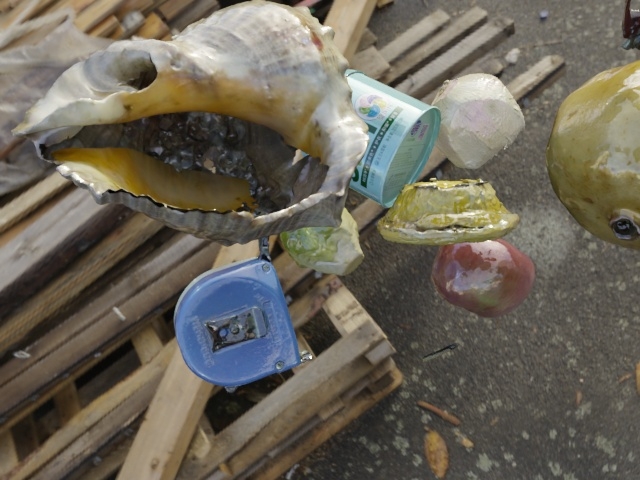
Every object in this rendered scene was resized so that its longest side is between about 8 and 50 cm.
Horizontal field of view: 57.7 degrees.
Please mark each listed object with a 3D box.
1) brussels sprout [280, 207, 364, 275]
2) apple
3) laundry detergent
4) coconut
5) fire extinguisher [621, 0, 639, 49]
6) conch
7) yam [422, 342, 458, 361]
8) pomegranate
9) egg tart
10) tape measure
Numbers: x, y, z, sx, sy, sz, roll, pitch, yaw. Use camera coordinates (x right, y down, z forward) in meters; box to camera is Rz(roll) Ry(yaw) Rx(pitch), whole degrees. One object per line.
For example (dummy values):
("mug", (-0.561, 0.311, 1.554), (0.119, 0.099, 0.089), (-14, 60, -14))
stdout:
("brussels sprout", (-0.006, -0.011, 2.001), (0.316, 0.274, 0.242), (21, 48, 35))
("apple", (0.481, 0.103, 1.733), (0.305, 0.305, 0.235), (28, 92, 34))
("laundry detergent", (0.114, -0.280, 1.539), (0.305, 0.287, 0.287), (31, 75, 20))
("coconut", (0.485, -0.403, 1.896), (0.297, 0.254, 0.297), (-36, 26, 21))
("fire extinguisher", (0.679, -0.378, 1.018), (0.336, 0.147, 0.107), (4, 56, -3))
("conch", (-0.068, -0.072, 0.390), (0.245, 0.163, 0.178), (-14, 35, -36))
("yam", (0.276, 0.259, 1.344), (0.107, 0.014, 0.014), (-35, 45, 39))
("pomegranate", (0.541, -0.132, 0.960), (0.332, 0.333, 0.333), (-11, 56, 16))
("egg tart", (0.302, -0.079, 1.395), (0.345, 0.345, 0.133), (0, 100, 23))
("tape measure", (-0.157, 0.079, 0.993), (0.215, 0.352, 0.098), (-18, 10, -15))
